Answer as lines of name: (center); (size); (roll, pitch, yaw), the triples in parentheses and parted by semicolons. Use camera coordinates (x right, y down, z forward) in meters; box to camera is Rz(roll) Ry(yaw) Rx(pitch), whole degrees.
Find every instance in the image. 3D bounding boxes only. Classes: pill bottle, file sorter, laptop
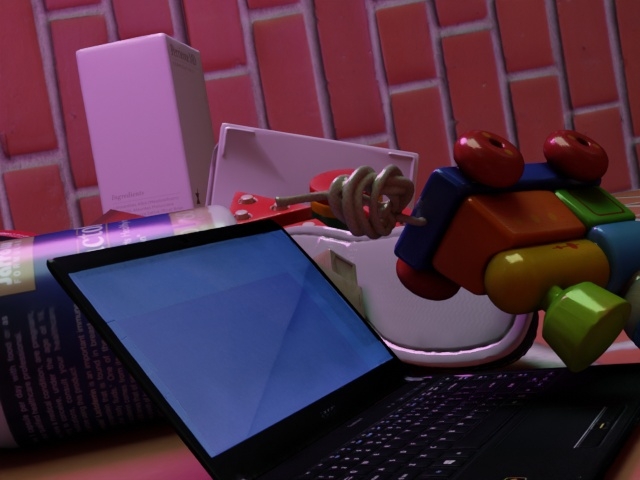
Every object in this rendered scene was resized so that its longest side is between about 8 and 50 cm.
pill bottle: (-0.182, 0.068, 0.688); (0.264, 0.153, 0.153); (-11, 3, -11)
file sorter: (-0.025, -0.038, 1.336); (0.277, 0.193, 0.173); (8, -5, -12)
laptop: (0.035, 0.047, 0.524); (0.264, 0.137, 0.234); (-8, 3, 29)

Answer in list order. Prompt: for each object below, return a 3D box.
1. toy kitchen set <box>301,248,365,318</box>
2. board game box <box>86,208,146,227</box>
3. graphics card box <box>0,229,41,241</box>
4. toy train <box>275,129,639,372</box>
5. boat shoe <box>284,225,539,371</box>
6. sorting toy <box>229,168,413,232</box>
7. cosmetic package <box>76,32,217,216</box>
toy kitchen set: (-0.017, 0.054, 0.710); (0.075, 0.083, 0.068); (-28, -40, 30)
board game box: (-0.293, 0.055, 1.112); (0.145, 0.027, 0.281); (10, 39, 34)
graphics card box: (-0.362, 0.081, 0.878); (0.232, 0.094, 0.371); (8, 16, 29)
toy train: (0.107, 0.017, 0.518); (0.248, 0.105, 0.143); (-6, 41, -41)
boat shoe: (0.062, 0.050, 0.763); (0.302, 0.114, 0.091); (16, -18, 50)
sorting toy: (0.000, 0.000, 1.063); (0.257, 0.089, 0.255); (-15, 27, -23)
cosmetic package: (-0.275, -0.109, 1.630); (0.161, 0.454, 0.230); (-9, 3, 9)
